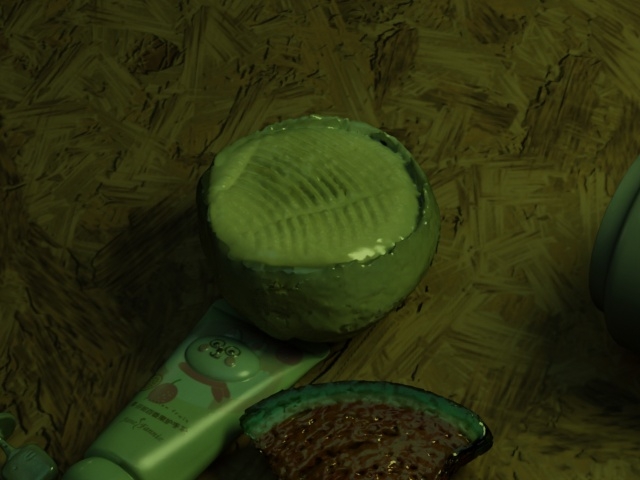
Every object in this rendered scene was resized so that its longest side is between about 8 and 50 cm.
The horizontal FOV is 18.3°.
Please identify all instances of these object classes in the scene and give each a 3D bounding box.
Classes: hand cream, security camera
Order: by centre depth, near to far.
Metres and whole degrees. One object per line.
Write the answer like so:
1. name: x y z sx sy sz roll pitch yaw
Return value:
1. hand cream: -0.134 0.177 1.962 0.147 0.093 0.306 23 50 29
2. security camera: -0.304 0.221 1.987 0.058 0.058 0.092 -35 65 -16

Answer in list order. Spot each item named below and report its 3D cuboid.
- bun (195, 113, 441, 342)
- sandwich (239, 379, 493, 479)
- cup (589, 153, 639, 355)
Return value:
1. bun: 0.000 0.000 2.023 0.259 0.152 0.259 0 43 0
2. sandwich: 0.050 0.209 1.896 0.235 0.079 0.159 -14 60 6
3. cup: 0.461 0.030 1.862 0.327 0.237 0.323 26 32 30
